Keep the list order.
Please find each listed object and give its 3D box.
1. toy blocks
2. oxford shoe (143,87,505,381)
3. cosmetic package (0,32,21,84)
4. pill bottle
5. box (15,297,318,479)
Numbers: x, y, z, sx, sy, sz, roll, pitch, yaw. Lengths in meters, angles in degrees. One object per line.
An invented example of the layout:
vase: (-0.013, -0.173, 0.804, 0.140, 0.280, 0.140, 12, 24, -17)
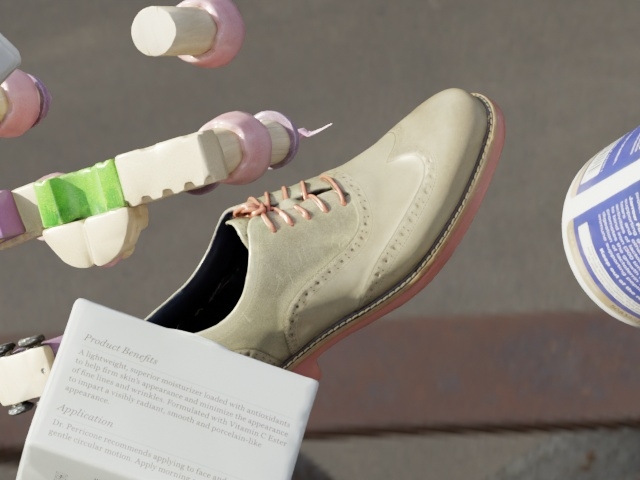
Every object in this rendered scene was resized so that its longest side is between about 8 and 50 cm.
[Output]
toy blocks: (-0.157, -0.040, 1.678, 0.289, 0.260, 0.309, -16, 90, 21)
oxford shoe: (0.000, 0.000, 1.436, 0.348, 0.130, 0.123, -48, 33, -2)
cosmetic package: (-0.266, -0.073, 0.609, 0.224, 0.224, 0.138, -44, 34, -4)
pill bottle: (0.291, -0.033, 1.306, 0.153, 0.265, 0.153, 5, 75, -17)
box: (-0.116, 0.153, 1.322, 0.181, 0.182, 0.119, 19, 60, -4)
